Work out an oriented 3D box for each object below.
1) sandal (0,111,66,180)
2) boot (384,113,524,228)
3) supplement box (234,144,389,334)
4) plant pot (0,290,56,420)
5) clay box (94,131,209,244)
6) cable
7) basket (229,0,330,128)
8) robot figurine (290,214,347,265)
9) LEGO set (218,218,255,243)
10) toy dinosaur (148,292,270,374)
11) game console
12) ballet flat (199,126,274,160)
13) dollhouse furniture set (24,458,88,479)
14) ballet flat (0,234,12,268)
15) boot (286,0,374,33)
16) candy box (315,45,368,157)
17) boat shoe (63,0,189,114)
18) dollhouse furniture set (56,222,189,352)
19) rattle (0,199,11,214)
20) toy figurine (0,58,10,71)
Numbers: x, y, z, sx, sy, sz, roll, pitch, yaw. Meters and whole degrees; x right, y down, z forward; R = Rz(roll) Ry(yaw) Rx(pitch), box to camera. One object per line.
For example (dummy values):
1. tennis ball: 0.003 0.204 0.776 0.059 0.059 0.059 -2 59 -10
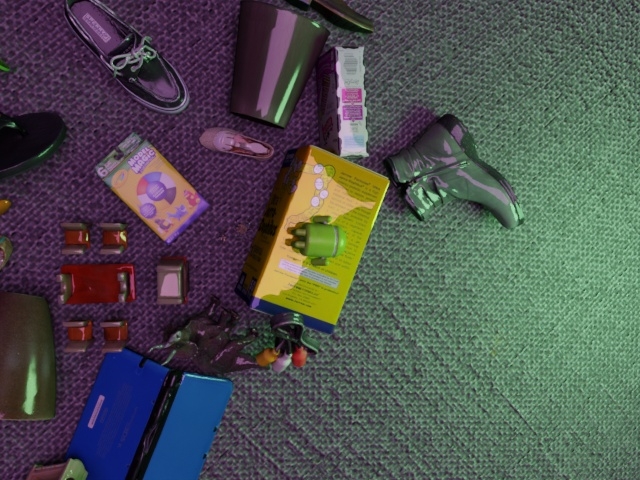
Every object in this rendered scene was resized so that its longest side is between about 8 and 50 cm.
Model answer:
1. sandal: -0.705 -0.171 1.183 0.445 0.168 0.107 -17 141 -16
2. boot: 0.317 -0.114 1.549 0.222 0.118 0.338 -40 93 -7
3. supplement box: -0.026 -0.005 1.400 0.195 0.194 0.357 21 88 -18
4. plant pot: -0.612 0.221 1.253 0.215 0.215 0.231 11 78 -17
5. clay box: -0.360 -0.112 1.364 0.127 0.053 0.222 -46 106 -9
6. cable: -0.055 0.218 1.322 0.139 0.287 0.072 3 68 -10
7. basket: -0.106 -0.367 1.372 0.204 0.154 0.227 16 94 -21
8. robot figurine: 0.000 0.000 1.270 0.115 0.067 0.101 4 85 -17
9. LEGO set: -0.188 -0.022 1.443 0.083 0.023 0.054 -5 94 -3
10. toy dinosaur: -0.236 0.226 1.410 0.160 0.121 0.313 -49 137 -5
11. game console: -0.376 0.405 1.417 0.250 0.173 0.293 21 88 14
12. ballet flat: -0.181 -0.215 1.409 0.168 0.052 0.057 9 92 -17
13. dollhouse furniture set: -0.498 0.532 1.325 0.181 0.101 0.161 -15 126 22
14. ballet flat: -0.690 0.080 1.273 0.073 0.067 0.206 28 87 -17
15. boot: 0.035 -0.549 1.431 0.219 0.082 0.106 20 91 -15
16. candy box: 0.045 -0.297 1.415 0.071 0.159 0.234 -5 95 -15
17. boat shoe: -0.391 -0.382 1.304 0.113 0.105 0.306 -44 105 -9
18. dollhouse furniture set: -0.413 0.090 1.347 0.259 0.135 0.262 0 95 -5
19. rattle: -0.745 -0.083 1.248 0.199 0.130 0.143 26 67 13
20. toy figurine: -0.715 -0.319 1.220 0.173 0.130 0.159 38 93 6
